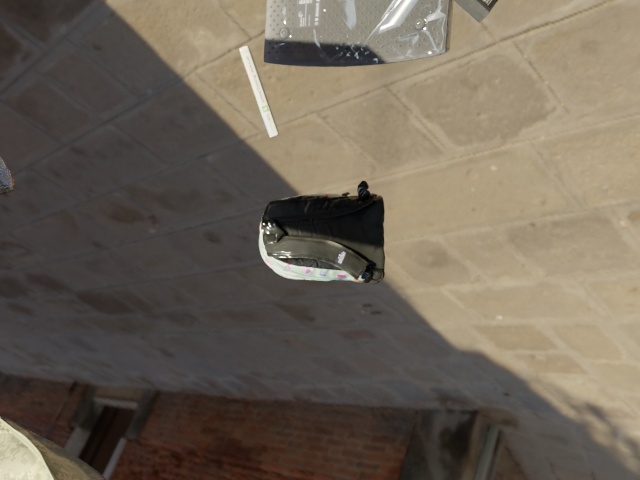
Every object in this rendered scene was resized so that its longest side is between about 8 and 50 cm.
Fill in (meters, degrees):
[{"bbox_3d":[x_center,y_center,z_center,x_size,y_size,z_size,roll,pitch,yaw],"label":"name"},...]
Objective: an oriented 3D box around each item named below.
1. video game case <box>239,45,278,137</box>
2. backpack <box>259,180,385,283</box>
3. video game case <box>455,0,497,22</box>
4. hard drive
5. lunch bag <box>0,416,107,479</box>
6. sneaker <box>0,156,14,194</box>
[{"bbox_3d":[-0.134,-0.328,1.512,0.212,0.023,0.193,-108,-1,-78],"label":"video game case"},{"bbox_3d":[0.000,0.000,0.995,0.181,0.152,0.115,1,156,-3],"label":"backpack"},{"bbox_3d":[0.247,-0.543,1.257,0.248,0.275,0.035,40,137,-4],"label":"video game case"},{"bbox_3d":[0.047,-0.301,0.846,0.254,0.172,0.054,6,-174,30],"label":"hard drive"},{"bbox_3d":[-0.340,0.395,0.906,0.287,0.169,0.235,18,153,37],"label":"lunch bag"},{"bbox_3d":[-0.269,-0.056,0.402,0.083,0.087,0.221,-11,-172,2],"label":"sneaker"}]
